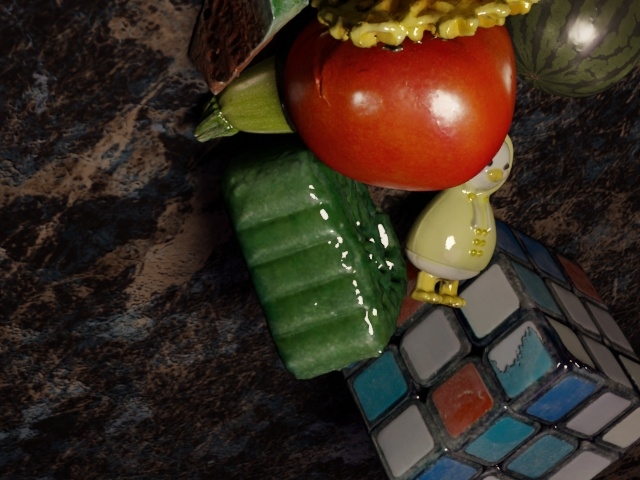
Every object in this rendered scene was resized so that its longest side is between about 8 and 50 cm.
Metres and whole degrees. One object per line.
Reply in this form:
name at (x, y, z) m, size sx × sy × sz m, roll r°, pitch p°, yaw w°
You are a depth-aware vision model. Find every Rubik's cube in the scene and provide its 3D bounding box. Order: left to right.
Rubik's cube at (0.272, 0.210, 2.172) m, size 0.362 × 0.363 × 0.359 m, roll 22°, pitch 119°, yaw -44°

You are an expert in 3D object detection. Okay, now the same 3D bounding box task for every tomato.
tomato at (0.107, -0.177, 1.664) m, size 0.298 × 0.298 × 0.226 m, roll -16°, pitch 115°, yaw -11°

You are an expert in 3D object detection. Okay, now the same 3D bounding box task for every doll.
doll at (0.209, -0.046, 1.980) m, size 0.141 × 0.117 × 0.296 m, roll 10°, pitch 109°, yaw -35°

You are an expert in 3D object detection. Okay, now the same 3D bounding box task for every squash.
squash at (-0.101, -0.173, 1.747) m, size 0.132 × 0.105 × 0.105 m, roll -13°, pitch 144°, yaw 12°

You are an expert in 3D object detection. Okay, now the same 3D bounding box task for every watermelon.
watermelon at (-0.089, -0.256, 1.623) m, size 0.094 × 0.154 × 0.241 m, roll 1°, pitch 150°, yaw -29°
watermelon at (0.321, -0.288, 1.728) m, size 0.212 × 0.212 × 0.212 m, roll -15°, pitch 141°, yaw -12°

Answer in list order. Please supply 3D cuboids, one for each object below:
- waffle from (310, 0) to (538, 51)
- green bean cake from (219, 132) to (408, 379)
waffle at (0.120, -0.285, 1.560) m, size 0.262 × 0.280 × 0.060 m, roll -5°, pitch 119°, yaw 4°
green bean cake at (0.000, 0.000, 1.870) m, size 0.169 × 0.300 × 0.308 m, roll -18°, pitch 102°, yaw 12°
